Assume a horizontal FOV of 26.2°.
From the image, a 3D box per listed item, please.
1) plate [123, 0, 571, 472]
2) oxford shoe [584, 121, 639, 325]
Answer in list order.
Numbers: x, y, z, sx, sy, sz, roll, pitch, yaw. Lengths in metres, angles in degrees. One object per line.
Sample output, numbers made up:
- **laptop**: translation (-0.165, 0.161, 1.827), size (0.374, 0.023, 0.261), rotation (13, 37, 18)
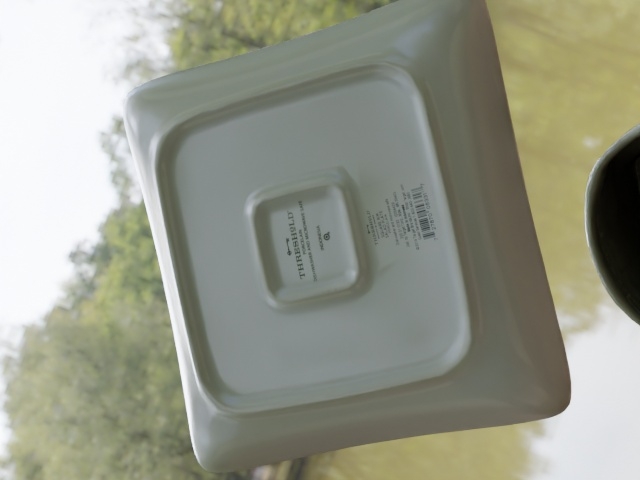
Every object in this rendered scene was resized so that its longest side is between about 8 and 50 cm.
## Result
- **plate**: translation (0.000, 0.000, 0.887), size (0.045, 0.278, 0.277), rotation (-4, -99, -63)
- **oxford shoe**: translation (0.253, -0.026, 0.434), size (0.130, 0.169, 0.449), rotation (-29, 8, -31)
